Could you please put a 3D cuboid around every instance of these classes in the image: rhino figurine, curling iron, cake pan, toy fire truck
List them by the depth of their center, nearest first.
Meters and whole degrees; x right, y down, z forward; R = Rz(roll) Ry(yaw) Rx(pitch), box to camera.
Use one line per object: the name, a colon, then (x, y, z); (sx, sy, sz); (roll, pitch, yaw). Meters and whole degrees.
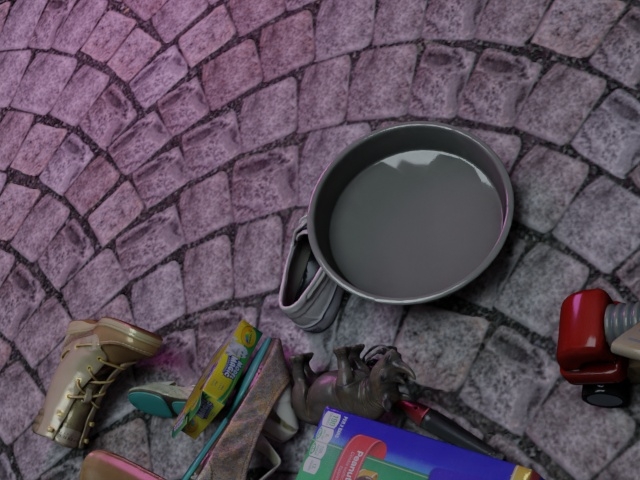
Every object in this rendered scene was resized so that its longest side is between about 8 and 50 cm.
toy fire truck: (0.362, 0.111, 1.405); (0.217, 0.246, 0.158); (-6, 60, 32)
curling iron: (0.141, 0.220, 1.629); (0.274, 0.035, 0.068); (37, 105, 43)
rhino figurine: (0.045, 0.194, 1.655); (0.243, 0.073, 0.106); (-15, 83, 48)
cake pan: (0.128, -0.033, 1.738); (0.293, 0.054, 0.293); (-7, 60, 12)

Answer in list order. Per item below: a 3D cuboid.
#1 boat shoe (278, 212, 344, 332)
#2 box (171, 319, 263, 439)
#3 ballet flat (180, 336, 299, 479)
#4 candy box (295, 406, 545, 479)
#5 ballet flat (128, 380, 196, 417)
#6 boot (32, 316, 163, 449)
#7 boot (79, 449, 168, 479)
boat shoe: (0.000, 0.000, 1.830); (0.096, 0.088, 0.267); (6, 67, 37)
box: (-0.150, 0.205, 1.762); (0.105, 0.043, 0.179); (-50, 6, 42)
ballet flat: (-0.093, 0.266, 1.708); (0.107, 0.106, 0.316); (-56, 2, 45)
candy box: (0.102, 0.378, 1.507); (0.317, 0.122, 0.268); (11, 71, 38)
ballet flat: (-0.215, 0.240, 1.868); (0.168, 0.057, 0.052); (6, 39, 33)
boot: (-0.351, 0.224, 1.907); (0.262, 0.095, 0.203); (-6, 59, 52)
boot: (-0.202, 0.405, 1.571); (0.270, 0.089, 0.236); (5, 90, 41)
